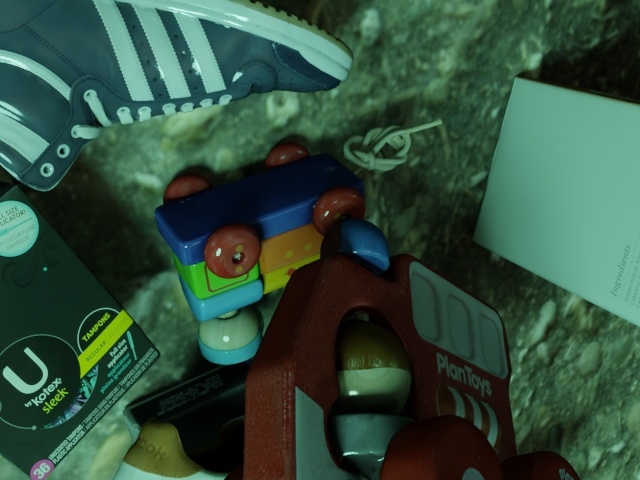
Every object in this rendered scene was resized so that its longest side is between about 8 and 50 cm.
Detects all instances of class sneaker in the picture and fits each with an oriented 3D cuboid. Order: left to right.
[{"bbox_3d":[-0.121,-0.102,0.555,0.282,0.099,0.153,11,99,-25],"label":"sneaker"},{"bbox_3d":[-0.025,0.210,0.644,0.290,0.106,0.123,26,74,-35],"label":"sneaker"}]

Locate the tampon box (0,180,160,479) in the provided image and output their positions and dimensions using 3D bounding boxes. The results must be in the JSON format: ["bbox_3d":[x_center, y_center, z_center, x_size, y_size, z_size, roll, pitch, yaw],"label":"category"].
[{"bbox_3d":[-0.213,0.055,0.550,0.120,0.101,0.161,-48,125,-22],"label":"tampon box"}]

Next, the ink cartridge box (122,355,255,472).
[{"bbox_3d":[0.013,0.228,0.761,0.303,0.072,0.307,-24,109,-21],"label":"ink cartridge box"}]

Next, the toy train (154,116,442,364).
[{"bbox_3d":[0.000,0.000,0.671,0.248,0.105,0.143,-20,128,-22],"label":"toy train"}]

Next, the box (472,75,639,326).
[{"bbox_3d":[0.331,-0.016,0.696,0.215,0.345,0.168,4,107,-31],"label":"box"}]

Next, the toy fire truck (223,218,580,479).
[{"bbox_3d":[0.058,0.123,0.582,0.169,0.254,0.302,-23,145,33],"label":"toy fire truck"}]
